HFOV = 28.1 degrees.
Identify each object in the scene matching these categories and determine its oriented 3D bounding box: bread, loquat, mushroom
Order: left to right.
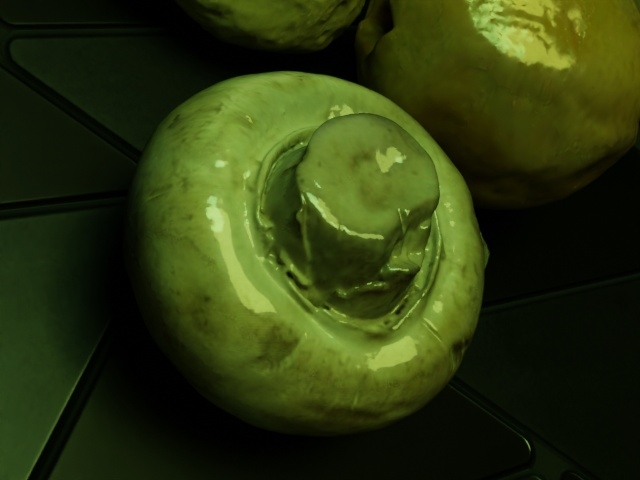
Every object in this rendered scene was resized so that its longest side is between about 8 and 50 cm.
[{"bbox_3d":[-0.054,-0.253,0.922,0.244,0.134,0.244,21,53,-31],"label":"bread"},{"bbox_3d":[0.000,0.000,0.798,0.255,0.184,0.255,13,51,-17],"label":"mushroom"},{"bbox_3d":[0.138,-0.135,0.967,0.238,0.193,0.238,9,64,-19],"label":"loquat"}]

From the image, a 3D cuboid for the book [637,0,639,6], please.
[{"bbox_3d":[0.219,-0.278,1.222,0.310,0.021,0.217,49,47,-6],"label":"book"}]
